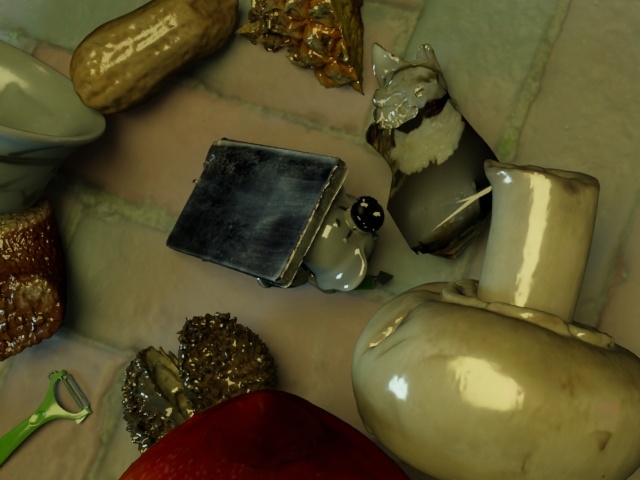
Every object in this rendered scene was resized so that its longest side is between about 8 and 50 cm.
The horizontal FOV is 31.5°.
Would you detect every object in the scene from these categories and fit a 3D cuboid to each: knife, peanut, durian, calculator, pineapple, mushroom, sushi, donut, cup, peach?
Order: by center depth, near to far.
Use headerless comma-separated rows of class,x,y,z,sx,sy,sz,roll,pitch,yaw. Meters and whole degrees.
peach,-0.051,0.339,1.128,0.388,0.388,0.388,-3,78,14
mushroom,0.195,0.089,1.148,0.314,0.314,0.336,11,94,16
durian,-0.127,0.185,1.307,0.196,0.167,0.196,5,105,19
calculator,-0.084,-0.039,1.325,0.261,0.021,0.161,17,77,52
sushi,0.124,-0.107,1.329,0.134,0.109,0.273,-31,58,11
cup,-0.452,-0.142,1.381,0.347,0.347,0.163,33,108,18
pineapple,-0.041,-0.308,1.389,0.164,0.140,0.250,-3,81,15
knife,-0.368,0.234,1.415,0.166,0.022,0.078,-39,67,3
donut,-0.381,0.034,1.418,0.126,0.144,0.187,-17,32,4
peanut,-0.207,-0.248,1.430,0.236,0.120,0.110,-34,67,-7

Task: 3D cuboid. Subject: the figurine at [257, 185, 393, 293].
figurine,0.000,0.000,1.311,0.192,0.126,0.147,-25,83,41
